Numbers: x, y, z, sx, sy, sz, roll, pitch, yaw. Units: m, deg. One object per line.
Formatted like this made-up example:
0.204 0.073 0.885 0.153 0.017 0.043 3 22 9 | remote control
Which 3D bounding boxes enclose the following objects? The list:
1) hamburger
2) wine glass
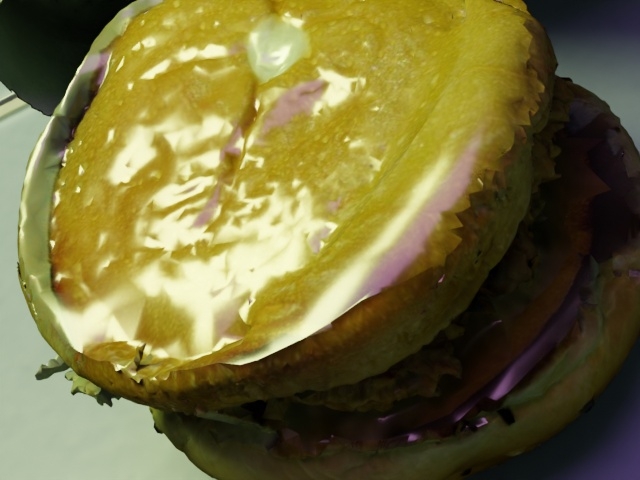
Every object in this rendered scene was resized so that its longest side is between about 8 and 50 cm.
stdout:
0.000 0.000 0.474 0.185 0.113 0.177 -33 48 10 | hamburger
-0.089 -0.138 0.656 0.093 0.093 0.202 -19 43 12 | wine glass
